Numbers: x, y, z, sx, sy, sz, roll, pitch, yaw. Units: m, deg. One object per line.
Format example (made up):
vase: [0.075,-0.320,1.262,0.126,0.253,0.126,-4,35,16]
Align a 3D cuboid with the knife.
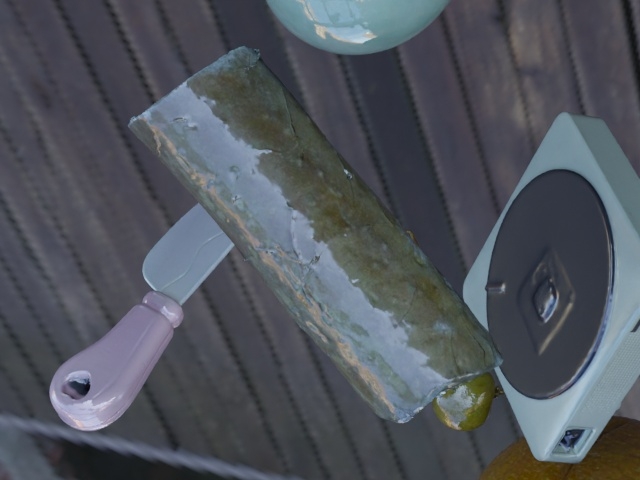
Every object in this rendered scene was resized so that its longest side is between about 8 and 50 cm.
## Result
knife: [-0.128,0.034,1.612,0.081,0.336,0.043,23,151,30]

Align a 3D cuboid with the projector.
projector: [0.253,0.046,1.773,0.079,0.259,0.257,7,129,-26]

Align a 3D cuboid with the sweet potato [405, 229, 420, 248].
sweet potato: [0.056,0.057,1.704,0.044,0.044,0.179,23,121,2]

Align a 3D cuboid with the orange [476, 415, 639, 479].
orange: [0.305,0.347,1.969,0.322,0.357,0.322,12,116,27]

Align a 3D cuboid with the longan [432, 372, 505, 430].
longan: [0.159,0.165,1.893,0.083,0.075,0.075,-3,149,-10]

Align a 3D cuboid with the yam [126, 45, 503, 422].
yam: [0.000,0.000,1.096,0.259,0.093,0.093,50,144,-2]

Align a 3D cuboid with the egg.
egg: [0.038,-0.244,1.433,0.168,0.231,0.168,13,132,15]
